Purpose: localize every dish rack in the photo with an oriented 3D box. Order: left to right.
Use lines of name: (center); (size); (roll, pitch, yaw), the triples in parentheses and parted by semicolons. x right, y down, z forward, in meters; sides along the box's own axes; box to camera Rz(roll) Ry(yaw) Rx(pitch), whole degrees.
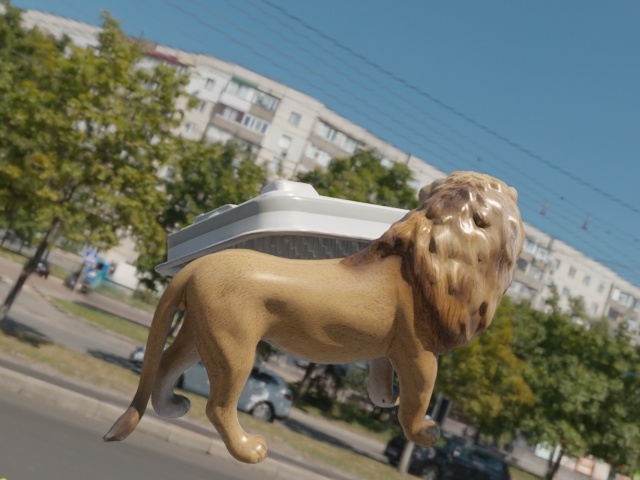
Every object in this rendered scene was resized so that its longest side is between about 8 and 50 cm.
dish rack: (0.000, 0.000, 0.930); (0.333, 0.072, 0.286); (6, -13, -36)

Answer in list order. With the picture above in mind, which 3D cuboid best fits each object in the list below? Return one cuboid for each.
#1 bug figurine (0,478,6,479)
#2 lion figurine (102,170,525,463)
bug figurine: (-0.262, 0.136, 0.326); (0.279, 0.072, 0.216); (-34, -57, 25)
lion figurine: (-0.001, 0.064, 0.707); (0.393, 0.240, 0.142); (-5, 21, -17)
